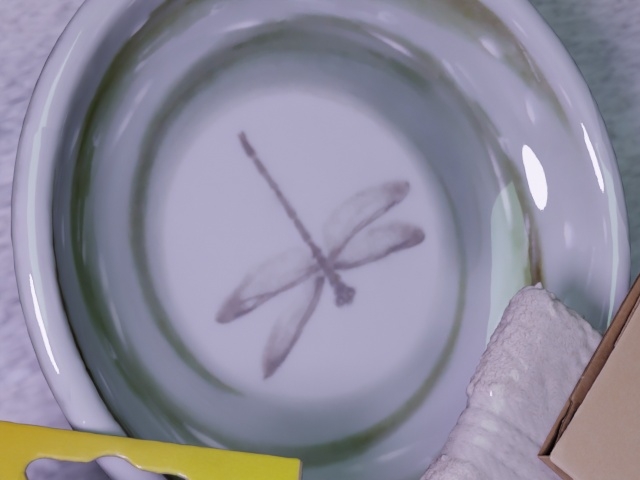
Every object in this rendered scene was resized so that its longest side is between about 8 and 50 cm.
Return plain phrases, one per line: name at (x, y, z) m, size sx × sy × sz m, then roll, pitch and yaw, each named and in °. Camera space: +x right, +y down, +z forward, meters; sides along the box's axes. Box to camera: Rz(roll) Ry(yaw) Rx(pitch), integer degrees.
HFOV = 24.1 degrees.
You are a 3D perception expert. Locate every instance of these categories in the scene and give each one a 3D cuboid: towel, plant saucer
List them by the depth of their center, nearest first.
towel at (0.183, 0.174, 0.889) m, size 0.282 × 0.049 × 0.187 m, roll 38°, pitch 64°, yaw -17°
plant saucer at (0.000, 0.000, 0.902) m, size 0.401 × 0.100 × 0.400 m, roll 4°, pitch 81°, yaw -28°

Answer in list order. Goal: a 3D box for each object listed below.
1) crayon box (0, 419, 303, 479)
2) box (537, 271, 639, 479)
crayon box at (-0.119, 0.248, 0.708) m, size 0.202 × 0.081 × 0.318 m, roll 9°, pitch 57°, yaw -5°
box at (0.237, 0.123, 0.888) m, size 0.201 × 0.021 × 0.164 m, roll 42°, pitch 64°, yaw -15°
